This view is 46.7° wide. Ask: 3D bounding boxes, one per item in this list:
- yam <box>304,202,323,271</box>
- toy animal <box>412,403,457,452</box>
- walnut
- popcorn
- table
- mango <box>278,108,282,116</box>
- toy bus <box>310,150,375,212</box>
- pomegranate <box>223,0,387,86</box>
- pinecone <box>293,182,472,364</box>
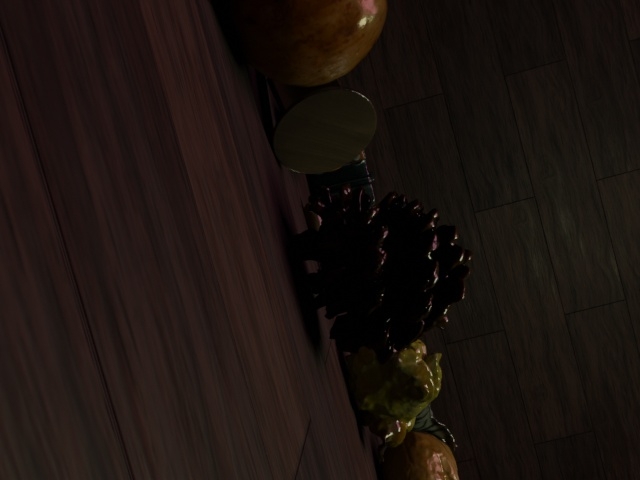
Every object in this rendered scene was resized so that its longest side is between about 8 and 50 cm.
[{"bbox_3d":[0.000,0.000,1.349,0.032,0.032,0.145,-60,134,-83],"label":"yam"},{"bbox_3d":[0.176,0.345,1.536,0.090,0.170,0.255,-56,131,-29],"label":"toy animal"},{"bbox_3d":[0.194,0.472,1.432,0.159,0.159,0.207,65,13,-64],"label":"walnut"},{"bbox_3d":[0.120,0.259,1.315,0.173,0.168,0.195,-120,-131,-65],"label":"popcorn"},{"bbox_3d":[-0.026,-0.245,1.195,0.167,0.167,0.227,68,-1,-53],"label":"table"},{"bbox_3d":[-0.004,-0.202,1.367,0.154,0.126,0.252,62,10,-17],"label":"mango"},{"bbox_3d":[0.054,-0.118,1.695,0.275,0.138,0.167,60,17,-79],"label":"toy bus"},{"bbox_3d":[-0.017,-0.328,1.005,0.248,0.248,0.248,-15,90,-85],"label":"pomegranate"},{"bbox_3d":[0.078,0.042,1.057,0.257,0.243,0.243,33,-7,15],"label":"pinecone"}]
